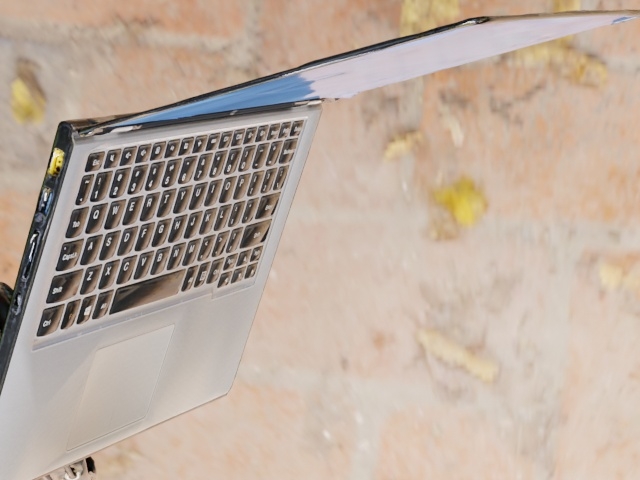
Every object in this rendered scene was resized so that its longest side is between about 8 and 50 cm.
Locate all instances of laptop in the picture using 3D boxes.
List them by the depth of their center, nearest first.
[{"bbox_3d":[0.000,0.000,1.282,0.236,0.382,0.408,24,105,19],"label":"laptop"}]

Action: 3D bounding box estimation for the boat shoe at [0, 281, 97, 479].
[{"bbox_3d":[-0.206,0.117,1.394,0.113,0.340,0.127,-23,59,-19],"label":"boat shoe"}]
